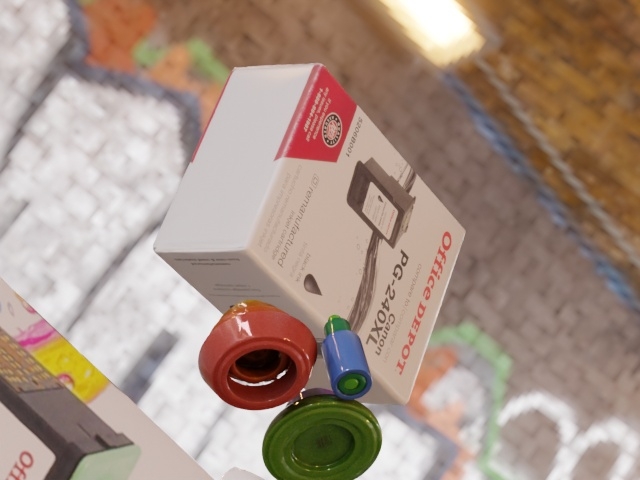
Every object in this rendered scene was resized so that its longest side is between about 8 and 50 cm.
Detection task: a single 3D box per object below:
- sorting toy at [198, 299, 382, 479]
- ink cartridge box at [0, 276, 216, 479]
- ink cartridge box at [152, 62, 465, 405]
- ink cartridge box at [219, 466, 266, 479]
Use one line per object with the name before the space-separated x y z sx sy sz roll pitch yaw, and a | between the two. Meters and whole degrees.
sorting toy | -0.009 0.056 0.780 0.102 0.061 0.042 55 12 -37
ink cartridge box | -0.154 0.086 0.504 0.278 0.117 0.201 45 -46 -9
ink cartridge box | 0.000 0.000 0.926 0.063 0.109 0.150 -1 -33 38
ink cartridge box | -0.067 0.249 0.856 0.100 0.237 0.172 28 31 8
